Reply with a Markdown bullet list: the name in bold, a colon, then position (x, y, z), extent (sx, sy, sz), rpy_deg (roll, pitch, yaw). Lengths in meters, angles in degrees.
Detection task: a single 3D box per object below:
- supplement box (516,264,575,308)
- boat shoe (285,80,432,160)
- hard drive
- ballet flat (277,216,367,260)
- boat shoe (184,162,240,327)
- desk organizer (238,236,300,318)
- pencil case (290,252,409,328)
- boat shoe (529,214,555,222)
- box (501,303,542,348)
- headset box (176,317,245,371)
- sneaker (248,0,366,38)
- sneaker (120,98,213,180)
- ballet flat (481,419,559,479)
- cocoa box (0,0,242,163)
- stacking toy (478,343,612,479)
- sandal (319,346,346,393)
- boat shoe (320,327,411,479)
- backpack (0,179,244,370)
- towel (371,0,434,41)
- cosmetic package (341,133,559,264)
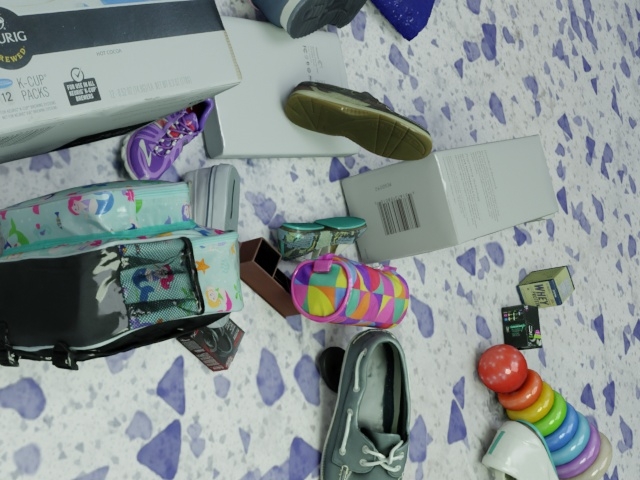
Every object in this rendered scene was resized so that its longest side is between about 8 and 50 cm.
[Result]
- **supplement box**: position (0.459, 0.097, 1.827), extent (0.083, 0.083, 0.056), rpy_deg (-32, 104, -49)
- **boat shoe**: position (0.062, -0.185, 1.324), extent (0.224, 0.080, 0.073), rpy_deg (17, 50, -3)
- **hard drive**: position (-0.063, -0.225, 1.346), extent (0.308, 0.040, 0.202), rpy_deg (-7, 85, -50)
- **ballet flat**: position (0.000, 0.000, 1.352), extent (0.188, 0.070, 0.070), rpy_deg (-5, 84, -48)
- **boat shoe**: position (-0.150, 0.008, 1.159), extent (0.083, 0.076, 0.226), rpy_deg (63, 27, -58)
- **desk organizer**: position (-0.066, 0.053, 1.258), extent (0.130, 0.050, 0.047), rpy_deg (45, 50, -32)
- **pencil case**: position (0.048, 0.075, 1.300), extent (0.236, 0.105, 0.104), rpy_deg (13, 69, -64)
- **boat shoe**: position (0.403, -0.072, 1.801), extent (0.255, 0.095, 0.079), rpy_deg (-10, 89, -51)
- **box**: position (0.395, 0.170, 1.756), extent (0.062, 0.052, 0.083), rpy_deg (13, 69, -48)
- **headset box**: position (-0.139, 0.126, 1.167), extent (0.083, 0.032, 0.062), rpy_deg (47, 48, -28)
- **sneaker**: position (-0.013, -0.404, 1.411), extent (0.131, 0.112, 0.319), rpy_deg (37, 26, 9)
- **sneaker**: position (-0.193, -0.137, 1.148), extent (0.068, 0.071, 0.169), rpy_deg (50, 47, -28)
- **ballet flat**: position (0.407, 0.514, 1.638), extent (0.139, 0.139, 0.400), rpy_deg (-44, 109, -46)
- **cocoa box**: position (-0.299, -0.214, 0.920), extent (0.347, 0.232, 0.227), rpy_deg (-25, 98, -50)
- **stacking toy**: position (0.405, 0.323, 1.681), extent (0.330, 0.141, 0.141), rpy_deg (47, 48, -22)
- **sandal**: position (0.062, 0.221, 1.366), extent (0.179, 0.040, 0.067), rpy_deg (49, 48, -29)
- **boat shoe**: position (0.071, 0.283, 1.269), extent (0.116, 0.099, 0.319), rpy_deg (8, 80, -12)
- **backpack**: position (-0.212, 0.032, 0.965), extent (0.254, 0.225, 0.190), rpy_deg (0, 84, -53)
- **towel**: position (0.101, -0.532, 1.604), extent (0.308, 0.076, 0.227), rpy_deg (39, 60, -36)
- **cosmetic package**: position (0.230, -0.074, 1.525), extent (0.366, 0.197, 0.155), rpy_deg (-16, 92, -52)
